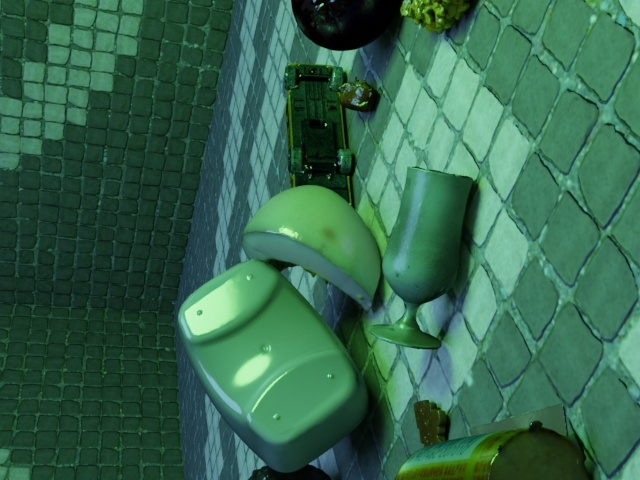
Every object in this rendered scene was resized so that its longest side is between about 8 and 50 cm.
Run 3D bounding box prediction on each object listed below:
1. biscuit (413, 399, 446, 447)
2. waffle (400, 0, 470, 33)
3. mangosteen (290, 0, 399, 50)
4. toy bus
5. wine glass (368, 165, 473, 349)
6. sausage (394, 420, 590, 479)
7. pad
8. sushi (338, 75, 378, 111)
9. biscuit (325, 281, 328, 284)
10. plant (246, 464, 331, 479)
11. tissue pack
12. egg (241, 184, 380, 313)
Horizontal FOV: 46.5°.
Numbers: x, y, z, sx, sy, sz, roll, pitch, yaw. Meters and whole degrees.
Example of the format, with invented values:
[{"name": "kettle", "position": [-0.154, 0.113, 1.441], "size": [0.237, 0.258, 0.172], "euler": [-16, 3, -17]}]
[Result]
[{"name": "biscuit", "position": [0.149, 0.252, 1.015], "size": [0.092, 0.016, 0.082], "euler": [-122, 36, -64]}, {"name": "waffle", "position": [0.170, -0.396, 1.051], "size": [0.197, 0.070, 0.193], "euler": [140, 132, -65]}, {"name": "mangosteen", "position": [0.048, -0.434, 1.296], "size": [0.230, 0.194, 0.194], "euler": [-63, -8, -56]}, {"name": "toy bus", "position": [-0.010, -0.196, 1.479], "size": [0.123, 0.121, 0.336], "euler": [105, 163, -62]}, {"name": "wine glass", "position": [0.135, 0.020, 0.988], "size": [0.103, 0.103, 0.231], "euler": [-145, 64, -70]}, {"name": "sausage", "position": [0.155, 0.281, 0.811], "size": [0.317, 0.117, 0.125], "euler": [134, 152, -63]}, {"name": "pad", "position": [0.217, 0.250, 0.821], "size": [0.188, 0.006, 0.113], "euler": [133, 140, -62]}, {"name": "sushi", "position": [0.069, -0.267, 1.362], "size": [0.118, 0.061, 0.060], "euler": [22, 98, 51]}, {"name": "biscuit", "position": [0.017, 0.041, 1.487], "size": [0.046, 0.016, 0.089], "euler": [139, 134, -67]}, {"name": "plant", "position": [-0.070, 0.509, 1.359], "size": [0.234, 0.204, 0.178], "euler": [115, 177, -52]}, {"name": "tissue pack", "position": [-0.081, 0.217, 1.265], "size": [0.333, 0.229, 0.236], "euler": [48, 163, 26]}, {"name": "egg", "position": [-0.004, -0.011, 1.288], "size": [0.271, 0.206, 0.162], "euler": [9, 57, 41]}]
